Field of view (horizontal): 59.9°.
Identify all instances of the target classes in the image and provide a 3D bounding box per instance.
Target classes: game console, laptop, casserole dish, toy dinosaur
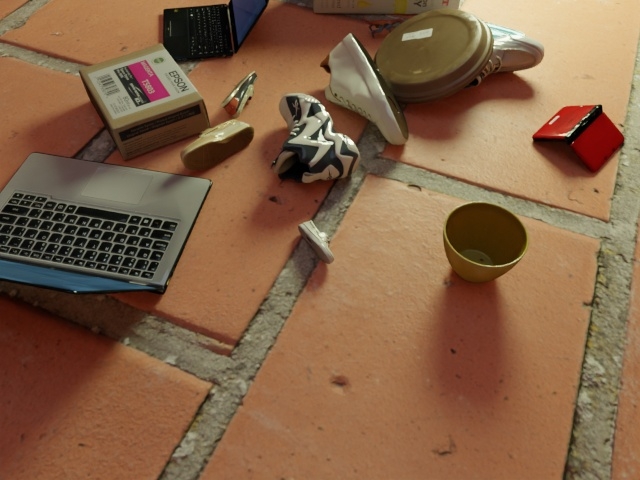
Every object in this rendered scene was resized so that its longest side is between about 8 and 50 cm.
[{"bbox_3d":[0.533,-0.212,1.151,0.144,0.085,0.124,-39,30,-27],"label":"game console"},{"bbox_3d":[-0.261,-0.566,1.346,0.264,0.137,0.234,-7,52,-6],"label":"laptop"},{"bbox_3d":[0.420,-0.487,1.351,0.188,0.037,0.114,25,56,17],"label":"casserole dish"},{"bbox_3d":[0.162,-0.528,1.365,0.082,0.090,0.047,-22,66,22],"label":"toy dinosaur"},{"bbox_3d":[-0.430,-0.054,0.883,0.381,0.236,0.408,10,53,7],"label":"laptop"}]

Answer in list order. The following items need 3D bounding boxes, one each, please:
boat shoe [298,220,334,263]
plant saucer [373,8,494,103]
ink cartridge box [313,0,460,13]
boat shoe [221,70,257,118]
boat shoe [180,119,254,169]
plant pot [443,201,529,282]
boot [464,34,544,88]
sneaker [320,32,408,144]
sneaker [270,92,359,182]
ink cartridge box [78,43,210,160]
[{"bbox_3d":[0.000,0.000,0.971,0.035,0.035,0.100,-28,51,-17],"label":"boat shoe"},{"bbox_3d":[0.238,-0.417,1.228,0.277,0.041,0.278,-14,53,19],"label":"plant saucer"},{"bbox_3d":[0.173,-0.730,1.385,0.384,0.279,0.161,1,53,1],"label":"ink cartridge box"},{"bbox_3d":[-0.170,-0.321,1.216,0.043,0.049,0.137,43,49,-21],"label":"boat shoe"},{"bbox_3d":[-0.213,-0.194,1.107,0.170,0.063,0.059,-32,55,-34],"label":"boat shoe"},{"bbox_3d":[0.262,0.016,0.918,0.134,0.095,0.134,0,52,-1],"label":"plant pot"},{"bbox_3d":[0.367,-0.389,1.250,0.258,0.095,0.123,5,58,14],"label":"boot"},{"bbox_3d":[0.088,-0.297,1.184,0.123,0.106,0.290,-34,62,20],"label":"sneaker"},{"bbox_3d":[-0.050,-0.194,1.082,0.153,0.094,0.235,-25,66,-28],"label":"sneaker"},{"bbox_3d":[-0.371,-0.297,1.168,0.193,0.088,0.235,-27,56,-18],"label":"ink cartridge box"}]
